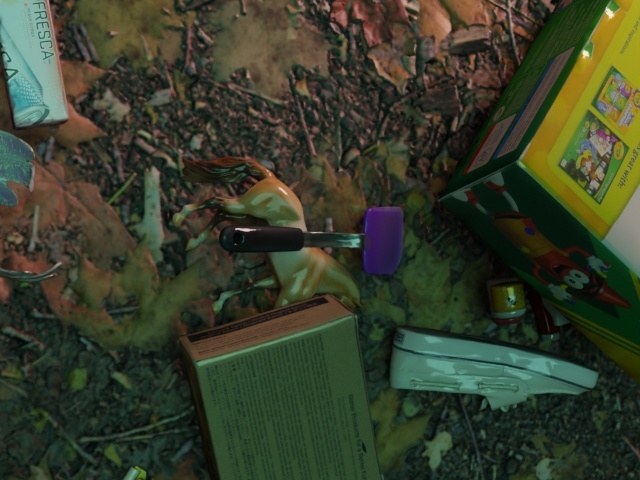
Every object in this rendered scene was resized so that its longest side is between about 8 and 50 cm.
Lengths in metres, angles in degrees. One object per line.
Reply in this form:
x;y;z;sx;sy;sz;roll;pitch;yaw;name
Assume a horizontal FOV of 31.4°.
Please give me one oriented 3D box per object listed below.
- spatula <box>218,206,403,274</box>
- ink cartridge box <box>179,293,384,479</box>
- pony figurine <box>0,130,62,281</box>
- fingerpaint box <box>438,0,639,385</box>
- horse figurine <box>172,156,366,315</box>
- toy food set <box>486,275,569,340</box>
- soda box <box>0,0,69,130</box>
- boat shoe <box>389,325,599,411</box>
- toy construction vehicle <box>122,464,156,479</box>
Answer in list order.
0.000;0.000;1.321;0.296;0.030;0.084;0;92;-41;spatula
-0.043;0.202;1.322;0.193;0.088;0.235;-15;109;-16;ink cartridge box
-0.462;-0.019;1.114;0.351;0.303;0.363;25;56;4;pony figurine
0.402;-0.105;1.368;0.371;0.163;0.445;40;61;-14;fingerpaint box
-0.066;0.006;1.346;0.174;0.066;0.263;-27;100;-10;horse figurine
0.301;0.087;1.427;0.232;0.111;0.105;-11;95;-31;toy food set
-0.326;-0.217;1.266;0.063;0.058;0.183;-11;94;-16;soda box
0.214;0.171;1.419;0.267;0.096;0.088;11;92;-15;boat shoe
-0.197;0.316;1.331;0.098;0.035;0.086;39;81;-14;toy construction vehicle
